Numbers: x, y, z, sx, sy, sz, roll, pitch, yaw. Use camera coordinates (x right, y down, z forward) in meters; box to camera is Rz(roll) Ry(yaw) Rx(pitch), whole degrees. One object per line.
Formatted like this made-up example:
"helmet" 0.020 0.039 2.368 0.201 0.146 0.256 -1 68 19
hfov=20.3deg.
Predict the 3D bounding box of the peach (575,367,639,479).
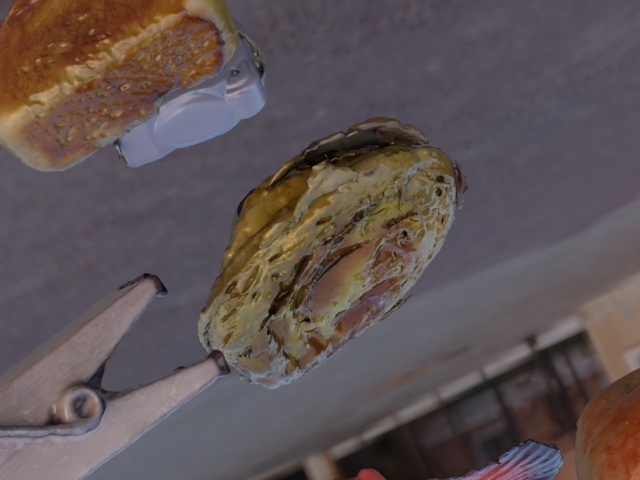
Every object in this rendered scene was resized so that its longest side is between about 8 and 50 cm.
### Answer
"peach" 0.363 0.198 1.788 0.232 0.232 0.232 -24 171 -4

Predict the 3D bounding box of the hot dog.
"hot dog" -0.218 -0.192 1.749 0.257 0.153 0.150 -33 143 1

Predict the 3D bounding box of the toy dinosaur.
"toy dinosaur" 0.057 0.139 0.846 0.139 0.070 0.286 -36 155 3

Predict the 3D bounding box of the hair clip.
"hair clip" -0.212 0.142 1.286 0.085 0.101 0.331 -18 -166 47

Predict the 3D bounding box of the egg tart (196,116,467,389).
"egg tart" 0.000 0.000 1.658 0.297 0.132 0.297 -28 146 -20

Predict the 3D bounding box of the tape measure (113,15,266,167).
"tape measure" -0.164 -0.189 2.019 0.196 0.178 0.105 -26 136 -3
